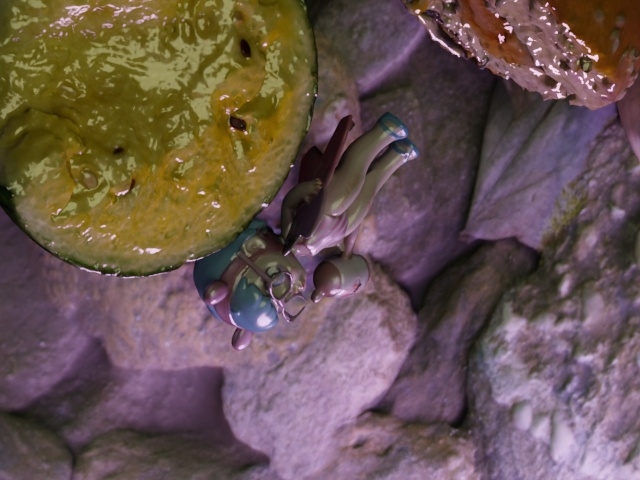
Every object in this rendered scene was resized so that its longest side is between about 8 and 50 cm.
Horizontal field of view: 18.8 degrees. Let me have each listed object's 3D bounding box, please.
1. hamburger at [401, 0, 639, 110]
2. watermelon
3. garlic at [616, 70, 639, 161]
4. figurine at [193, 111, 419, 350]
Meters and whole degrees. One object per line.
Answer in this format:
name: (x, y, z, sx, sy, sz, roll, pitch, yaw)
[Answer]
hamburger: (0.179, -0.339, 1.729, 0.445, 0.268, 0.287, 40, 80, -30)
watermelon: (-0.169, -0.150, 1.636, 0.330, 0.189, 0.331, -23, 127, -34)
garlic: (0.377, -0.227, 1.950, 0.318, 0.112, 0.143, -54, 136, -12)
figurine: (-0.010, -0.010, 1.826, 0.260, 0.103, 0.205, -46, 156, -11)
